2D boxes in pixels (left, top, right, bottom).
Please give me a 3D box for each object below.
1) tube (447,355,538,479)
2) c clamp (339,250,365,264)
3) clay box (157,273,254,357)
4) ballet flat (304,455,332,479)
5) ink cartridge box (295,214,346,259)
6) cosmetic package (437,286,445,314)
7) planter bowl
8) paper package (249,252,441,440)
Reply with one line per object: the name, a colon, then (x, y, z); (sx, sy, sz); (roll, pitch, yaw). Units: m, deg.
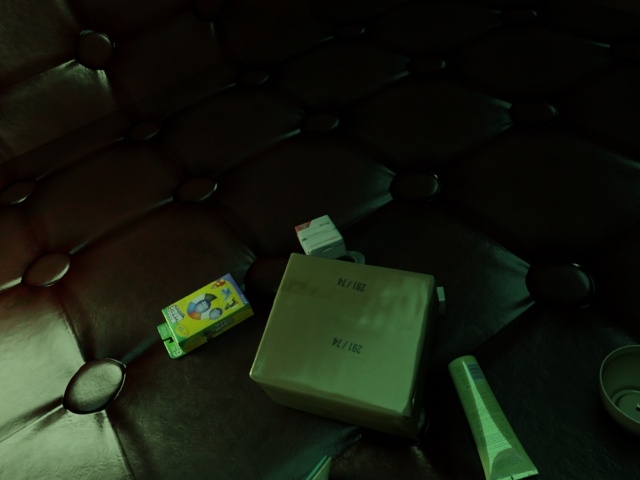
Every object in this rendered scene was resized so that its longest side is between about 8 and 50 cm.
tube: (0.315, 0.340, 1.025); (0.070, 0.062, 0.240); (-47, 41, 30)
c clamp: (0.048, 0.072, 1.374); (0.160, 0.022, 0.137); (7, 47, 21)
clay box: (-0.292, 0.185, 1.323); (0.221, 0.053, 0.127); (-29, 46, -16)
ballet flat: (-0.026, 0.475, 0.982); (0.052, 0.057, 0.168); (43, 68, 10)
ink cartridge box: (0.000, 0.000, 1.418); (0.099, 0.056, 0.135); (-20, 34, -6)
cosmetic package: (0.228, 0.143, 1.233); (0.114, 0.060, 0.041); (-6, 45, 10)
planter bowl: (0.585, 0.288, 0.967); (0.161, 0.109, 0.162); (-7, 44, 7)
paper package: (0.064, 0.206, 1.100); (0.324, 0.168, 0.310); (7, 60, 20)
